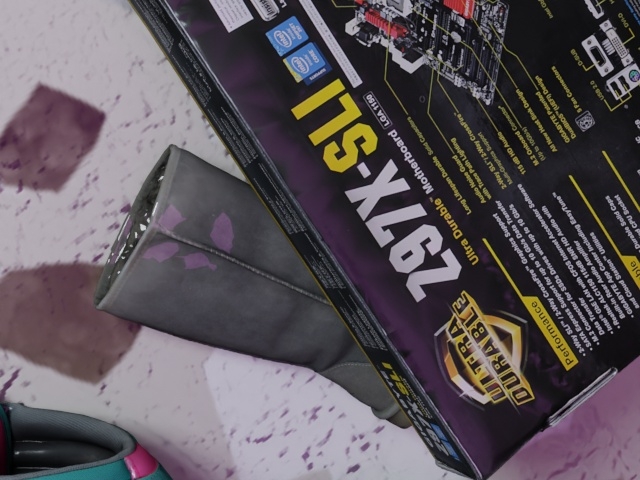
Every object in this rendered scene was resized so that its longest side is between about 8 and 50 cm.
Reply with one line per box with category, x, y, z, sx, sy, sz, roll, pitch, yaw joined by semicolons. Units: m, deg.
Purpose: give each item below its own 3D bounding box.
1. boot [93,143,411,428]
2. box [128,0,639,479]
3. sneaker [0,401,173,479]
boot;0.001;-0.001;0.587;0.208;0.076;0.189;30;90;-13
box;0.084;-0.081;0.537;0.257;0.079;0.322;-35;96;-12
sneaker;-0.205;0.170;0.529;0.296;0.124;0.178;-15;97;-4
